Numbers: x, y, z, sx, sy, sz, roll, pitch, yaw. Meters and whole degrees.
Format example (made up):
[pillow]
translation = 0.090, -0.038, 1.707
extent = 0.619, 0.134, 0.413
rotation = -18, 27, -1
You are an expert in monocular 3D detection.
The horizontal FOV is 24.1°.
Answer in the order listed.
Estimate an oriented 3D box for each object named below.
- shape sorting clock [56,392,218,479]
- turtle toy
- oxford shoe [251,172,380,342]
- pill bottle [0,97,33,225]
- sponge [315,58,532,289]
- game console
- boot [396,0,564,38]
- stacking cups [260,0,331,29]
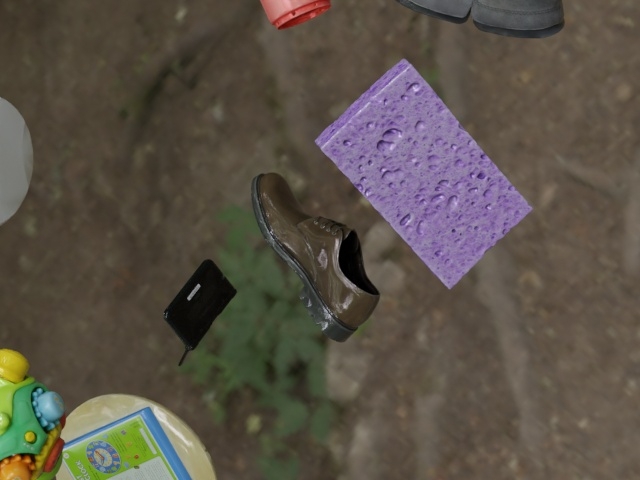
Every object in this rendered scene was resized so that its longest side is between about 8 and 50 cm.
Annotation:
[shape sorting clock]
translation = -0.208, 0.267, 1.685
extent = 0.206, 0.206, 0.040
rotation = -31, 6, 24
[turtle toy]
translation = -0.203, 0.132, 0.991
extent = 0.130, 0.066, 0.095
rotation = 118, 177, -72
[oxford shoe]
translation = 0.000, 0.000, 1.740
extent = 0.096, 0.083, 0.227
rotation = -44, 68, 24
[pill bottle]
translation = -0.587, -0.116, 1.962
extent = 0.408, 0.229, 0.229
rotation = 7, 63, 30
[sponge]
translation = 0.102, -0.061, 1.441
extent = 0.117, 0.210, 0.031
rotation = -43, 26, 2
[game console]
translation = -0.183, 0.105, 2.169
extent = 0.071, 0.107, 0.122
rotation = -7, 38, 46
[boot]
translation = 0.089, -0.323, 1.401
extent = 0.338, 0.222, 0.118
rotation = 27, 42, 14
[stacking cups]
translation = -0.073, -0.356, 1.402
extent = 0.096, 0.316, 0.096
rotation = -26, -2, -1
